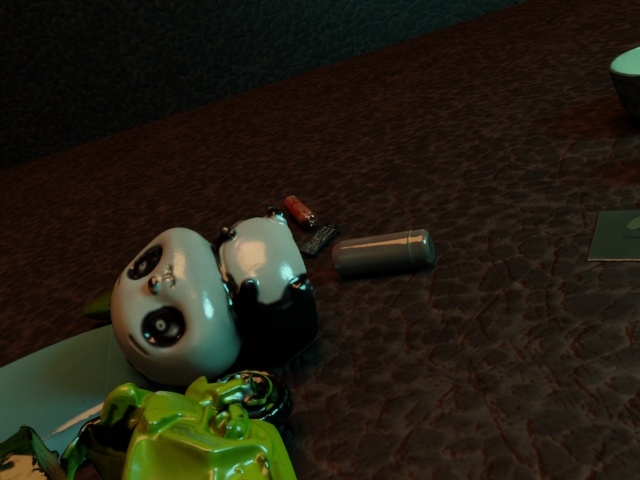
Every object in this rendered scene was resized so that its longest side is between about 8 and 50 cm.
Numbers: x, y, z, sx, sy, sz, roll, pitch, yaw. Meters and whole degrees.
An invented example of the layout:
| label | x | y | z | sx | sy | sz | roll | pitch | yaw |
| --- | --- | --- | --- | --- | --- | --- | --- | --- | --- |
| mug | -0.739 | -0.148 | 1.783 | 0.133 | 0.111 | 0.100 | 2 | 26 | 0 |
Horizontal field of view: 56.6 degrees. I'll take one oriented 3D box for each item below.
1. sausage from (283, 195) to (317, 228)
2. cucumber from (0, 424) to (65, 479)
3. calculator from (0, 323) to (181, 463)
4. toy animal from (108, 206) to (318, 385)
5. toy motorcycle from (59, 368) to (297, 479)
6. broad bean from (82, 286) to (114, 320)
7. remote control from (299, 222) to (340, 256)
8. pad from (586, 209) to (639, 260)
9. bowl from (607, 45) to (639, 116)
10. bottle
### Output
| label | x | y | z | sx | sy | sz | roll | pitch | yaw |
| --- | --- | --- | --- | --- | --- | --- | --- | --- | --- |
| sausage | -0.035 | -0.049 | 1.090 | 0.034 | 0.034 | 0.129 | -23 | 26 | -10 |
| cucumber | -0.348 | 0.296 | 0.476 | 0.325 | 0.145 | 0.105 | -32 | 1 | -20 |
| calculator | -0.370 | 0.216 | 0.754 | 0.386 | 0.055 | 0.256 | -23 | 25 | -8 |
| toy animal | -0.130 | 0.074 | 0.713 | 0.235 | 0.165 | 0.187 | -11 | 54 | -18 |
| toy motorcycle | -0.098 | 0.209 | 0.461 | 0.206 | 0.142 | 0.342 | -13 | 26 | -10 |
| broad bean | -0.230 | 0.078 | 0.922 | 0.325 | 0.067 | 0.075 | -14 | 34 | 14 |
| remote control | 0.000 | 0.000 | 0.985 | 0.034 | 0.016 | 0.091 | 16 | 39 | 27 |
| pad | 0.432 | -0.009 | 0.719 | 0.190 | 0.004 | 0.127 | -2 | 30 | 33 |
| bowl | 0.601 | -0.263 | 0.998 | 0.211 | 0.112 | 0.211 | -14 | 25 | 7 |
| bottle | 0.089 | 0.018 | 0.842 | 0.140 | 0.053 | 0.053 | -9 | 26 | 22 |
